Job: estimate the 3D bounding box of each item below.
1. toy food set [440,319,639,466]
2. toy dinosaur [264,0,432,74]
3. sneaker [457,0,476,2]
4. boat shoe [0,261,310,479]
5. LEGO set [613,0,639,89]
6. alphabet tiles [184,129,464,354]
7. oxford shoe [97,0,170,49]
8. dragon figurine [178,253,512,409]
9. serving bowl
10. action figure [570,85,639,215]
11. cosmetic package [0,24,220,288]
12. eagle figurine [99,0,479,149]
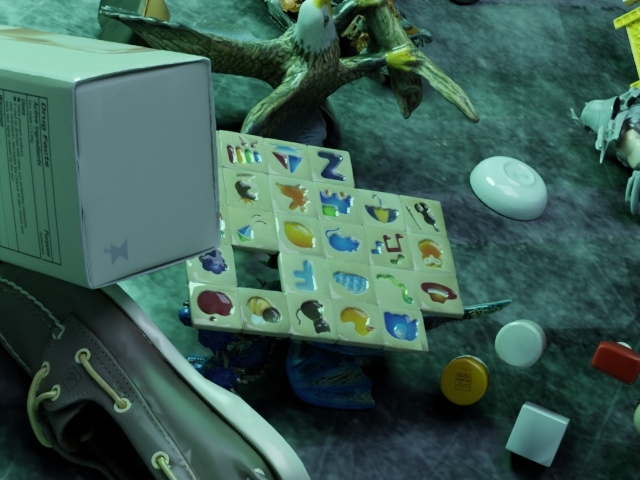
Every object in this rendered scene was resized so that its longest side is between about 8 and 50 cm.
[{"bbox_3d":[0.222,0.135,1.406,0.232,0.111,0.104,22,5,11],"label":"toy food set"},{"bbox_3d":[0.004,-0.323,1.726,0.218,0.164,0.322,-47,118,-16],"label":"toy dinosaur"},{"bbox_3d":[0.208,-0.342,1.969,0.051,0.089,0.170,40,39,18],"label":"sneaker"},{"bbox_3d":[-0.149,0.119,1.195,0.324,0.117,0.096,38,53,26],"label":"boat shoe"},{"bbox_3d":[0.436,-0.205,1.920,0.107,0.132,0.287,0,37,-42],"label":"LEGO set"},{"bbox_3d":[0.000,0.000,1.338,0.237,0.009,0.198,8,50,-22],"label":"alphabet tiles"},{"bbox_3d":[-0.174,-0.171,1.565,0.076,0.076,0.212,46,35,-30],"label":"oxford shoe"},{"bbox_3d":[0.016,0.082,1.355,0.289,0.085,0.144,13,39,-16],"label":"dragon figurine"},{"bbox_3d":[0.194,-0.058,1.672,0.083,0.027,0.083,17,38,-14],"label":"serving bowl"},{"bbox_3d":[0.391,-0.074,1.757,0.285,0.099,0.185,28,44,8],"label":"action figure"},{"bbox_3d":[-0.221,-0.075,1.244,0.296,0.153,0.129,16,24,42],"label":"cosmetic package"},{"bbox_3d":[-0.041,-0.150,1.508,0.298,0.225,0.226,-29,39,-28],"label":"eagle figurine"}]
